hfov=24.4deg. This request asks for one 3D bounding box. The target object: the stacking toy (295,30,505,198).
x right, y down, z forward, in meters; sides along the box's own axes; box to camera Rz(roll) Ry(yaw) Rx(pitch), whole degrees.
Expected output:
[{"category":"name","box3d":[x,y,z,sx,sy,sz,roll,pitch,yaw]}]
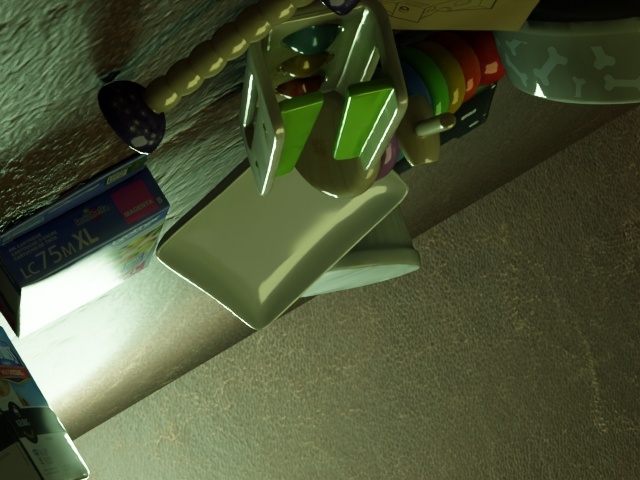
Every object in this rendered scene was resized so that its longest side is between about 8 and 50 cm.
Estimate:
[{"category":"stacking toy","box3d":[0.111,-0.174,1.726,0.330,0.141,0.141,-32,173,-36]}]

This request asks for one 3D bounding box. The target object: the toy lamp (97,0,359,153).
[{"category":"toy lamp","box3d":[-0.059,-0.174,1.223,0.274,0.080,0.080,-34,172,21]}]

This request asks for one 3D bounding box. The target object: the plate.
[{"category":"plate","box3d":[-0.047,-0.035,1.840,0.277,0.045,0.278,-44,145,3]}]

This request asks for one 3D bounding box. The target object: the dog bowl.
[{"category":"dog bowl","box3d":[0.350,-0.247,1.619,0.348,0.102,0.349,-9,-157,4]}]

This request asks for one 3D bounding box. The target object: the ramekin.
[{"category":"ramekin","box3d":[0.000,0.000,2.098,0.273,0.127,0.273,-10,173,-1]}]

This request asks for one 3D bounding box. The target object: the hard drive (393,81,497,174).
[{"category":"hard drive","box3d":[0.130,-0.165,2.069,0.237,0.064,0.339,-32,173,-1]}]

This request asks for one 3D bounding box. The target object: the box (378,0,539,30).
[{"category":"box","box3d":[0.106,-0.231,1.368,0.201,0.021,0.164,-1,167,-7]}]

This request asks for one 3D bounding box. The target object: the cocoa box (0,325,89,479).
[{"category":"cocoa box","box3d":[-0.494,0.277,1.745,0.347,0.228,0.231,-32,173,1]}]

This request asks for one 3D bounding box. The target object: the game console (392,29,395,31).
[{"category":"game console","box3d":[0.141,-0.248,1.497,0.144,0.124,0.085,-26,126,-40]}]

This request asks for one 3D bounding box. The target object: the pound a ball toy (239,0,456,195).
[{"category":"pound a ball toy","box3d":[0.028,-0.148,1.434,0.208,0.136,0.319,-14,172,-7]}]

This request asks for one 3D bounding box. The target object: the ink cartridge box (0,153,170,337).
[{"category":"ink cartridge box","box3d":[-0.266,0.012,1.634,0.185,0.065,0.311,-30,170,-18]}]
